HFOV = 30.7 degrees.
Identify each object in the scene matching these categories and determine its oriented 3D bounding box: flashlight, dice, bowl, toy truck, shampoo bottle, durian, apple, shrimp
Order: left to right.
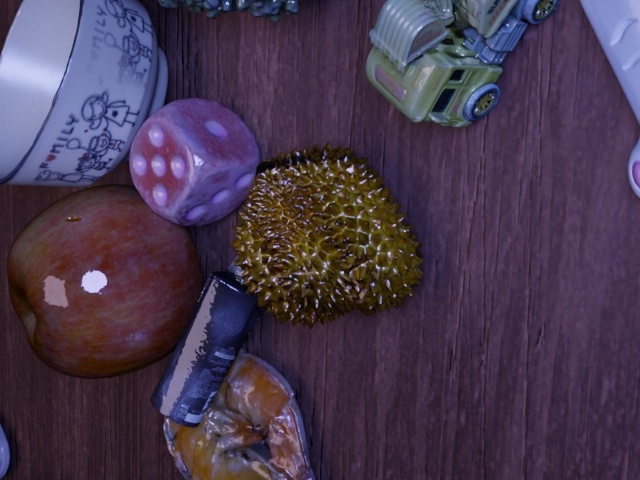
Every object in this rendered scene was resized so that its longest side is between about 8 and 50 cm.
[{"bbox_3d":[-0.235,-0.154,1.156,0.238,0.126,0.238,-29,53,49],"label":"bowl"},{"bbox_3d":[-0.213,0.042,1.147,0.188,0.174,0.188,37,138,44],"label":"apple"},{"bbox_3d":[-0.119,-0.074,1.110,0.094,0.093,0.091,55,129,22],"label":"dice"},{"bbox_3d":[-0.090,0.078,1.109,0.063,0.057,0.208,29,98,7],"label":"shampoo bottle"},{"bbox_3d":[-0.046,0.216,1.117,0.317,0.062,0.164,41,120,35],"label":"shrimp"},{"bbox_3d":[0.000,0.000,0.991,0.158,0.137,0.168,-32,83,20],"label":"durian"},{"bbox_3d":[0.104,-0.176,0.870,0.085,0.116,0.191,49,126,28],"label":"toy truck"},{"bbox_3d":[0.233,-0.115,0.808,0.093,0.047,0.200,-26,80,43],"label":"flashlight"}]

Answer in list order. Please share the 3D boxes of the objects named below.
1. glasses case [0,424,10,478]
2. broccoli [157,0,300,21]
[{"bbox_3d":[-0.463,0.228,1.512,0.197,0.049,0.076,50,127,25],"label":"glasses case"},{"bbox_3d":[-0.109,-0.328,0.927,0.334,0.324,0.272,2,89,31],"label":"broccoli"}]
